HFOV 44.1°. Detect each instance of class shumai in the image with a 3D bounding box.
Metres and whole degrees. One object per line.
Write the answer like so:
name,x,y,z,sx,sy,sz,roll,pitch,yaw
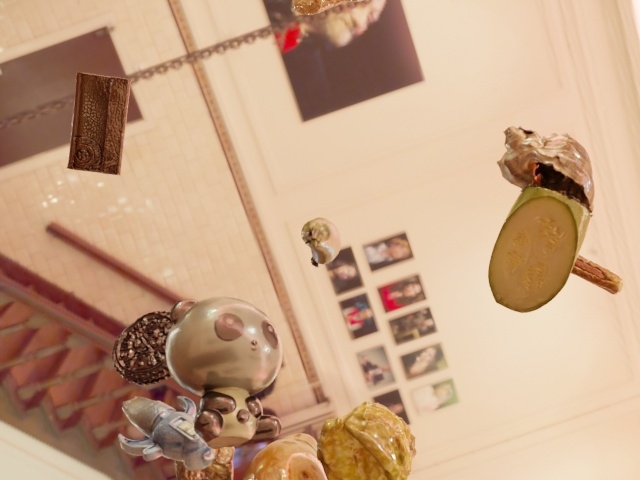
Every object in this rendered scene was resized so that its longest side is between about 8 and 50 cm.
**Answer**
shumai,-0.287,0.527,1.932,0.161,0.153,0.209,-98,-169,-51

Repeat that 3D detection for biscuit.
biscuit,-0.379,0.242,1.791,0.053,0.195,0.194,67,4,-46

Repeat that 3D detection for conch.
conch,0.559,-0.178,1.881,0.291,0.159,0.210,36,-22,-12

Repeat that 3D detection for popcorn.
popcorn,0.090,0.396,1.485,0.155,0.198,0.197,-52,125,-66

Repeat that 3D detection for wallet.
wallet,-0.550,-0.289,1.963,0.039,0.133,0.243,-145,-117,-69

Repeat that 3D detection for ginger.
ginger,0.090,-0.512,1.547,0.148,0.334,0.081,-16,-78,48

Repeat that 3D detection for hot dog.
hot dog,0.705,0.067,2.199,0.286,0.061,0.088,29,-9,14

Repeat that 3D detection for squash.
squash,0.002,-0.001,1.685,0.318,0.080,0.071,75,-11,-78
squash,0.496,0.026,1.825,0.189,0.260,0.189,27,-10,5

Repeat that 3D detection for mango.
mango,-0.068,0.540,1.721,0.384,0.199,0.221,-68,143,-75

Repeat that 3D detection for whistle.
whistle,-0.317,0.398,1.656,0.269,0.180,0.093,20,-54,38

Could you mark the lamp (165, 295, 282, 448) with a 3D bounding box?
lamp,-0.155,0.209,1.291,0.197,0.198,0.243,69,9,-59
